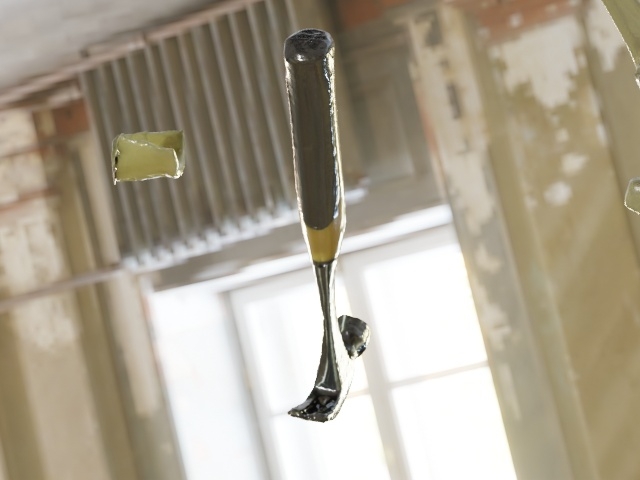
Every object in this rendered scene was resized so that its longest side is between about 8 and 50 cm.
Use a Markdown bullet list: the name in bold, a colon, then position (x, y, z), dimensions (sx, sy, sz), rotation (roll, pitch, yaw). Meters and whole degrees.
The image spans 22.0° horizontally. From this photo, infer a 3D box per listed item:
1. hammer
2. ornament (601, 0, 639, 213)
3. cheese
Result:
- **hammer**: position (0.000, 0.000, 0.703), dimensions (0.021, 0.201, 0.078), rotation (8, -138, 14)
- **ornament**: position (0.310, -0.122, 1.270), dimensions (0.230, 0.245, 0.061), rotation (-28, -166, 24)
- **cheese**: position (-0.137, -0.065, 1.294), dimensions (0.060, 0.041, 0.084), rotation (-1, -174, -3)
